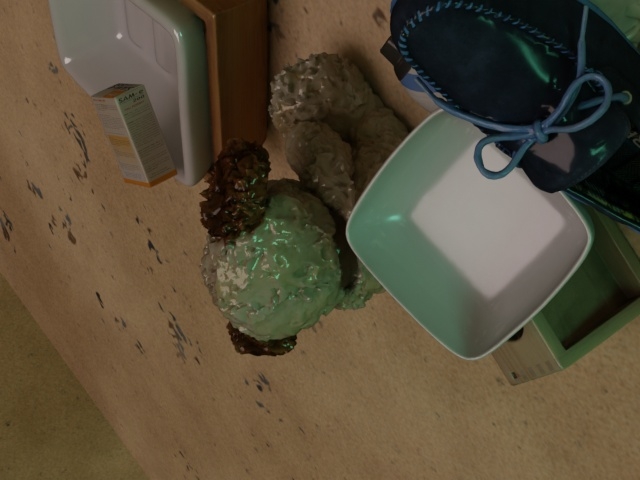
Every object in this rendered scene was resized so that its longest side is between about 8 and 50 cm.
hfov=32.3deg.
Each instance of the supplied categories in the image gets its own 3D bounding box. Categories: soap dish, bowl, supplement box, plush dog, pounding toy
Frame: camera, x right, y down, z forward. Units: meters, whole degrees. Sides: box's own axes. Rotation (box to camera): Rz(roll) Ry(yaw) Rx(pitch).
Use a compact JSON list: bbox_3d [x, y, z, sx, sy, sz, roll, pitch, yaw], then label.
[{"bbox_3d":[-0.169,-0.215,1.151,0.291,0.118,0.229,41,147,31],"label":"soap dish"},{"bbox_3d":[0.103,-0.010,0.742,0.142,0.053,0.142,46,122,11],"label":"bowl"},{"bbox_3d":[-0.188,-0.107,1.116,0.062,0.036,0.098,14,129,54],"label":"supplement box"},{"bbox_3d":[0.000,0.000,0.956,0.210,0.225,0.262,31,141,43],"label":"plush dog"},{"bbox_3d":[0.147,0.032,0.832,0.130,0.141,0.100,59,153,3],"label":"pounding toy"}]

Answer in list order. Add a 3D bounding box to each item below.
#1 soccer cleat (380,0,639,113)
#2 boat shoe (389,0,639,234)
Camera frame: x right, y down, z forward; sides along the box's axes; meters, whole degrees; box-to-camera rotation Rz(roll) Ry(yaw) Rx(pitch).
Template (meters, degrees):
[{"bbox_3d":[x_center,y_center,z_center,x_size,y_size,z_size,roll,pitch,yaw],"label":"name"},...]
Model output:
[{"bbox_3d":[0.163,-0.166,0.679,0.143,0.116,0.331,37,150,-3],"label":"soccer cleat"},{"bbox_3d":[0.154,-0.072,0.640,0.258,0.089,0.109,22,142,-22],"label":"boat shoe"}]
